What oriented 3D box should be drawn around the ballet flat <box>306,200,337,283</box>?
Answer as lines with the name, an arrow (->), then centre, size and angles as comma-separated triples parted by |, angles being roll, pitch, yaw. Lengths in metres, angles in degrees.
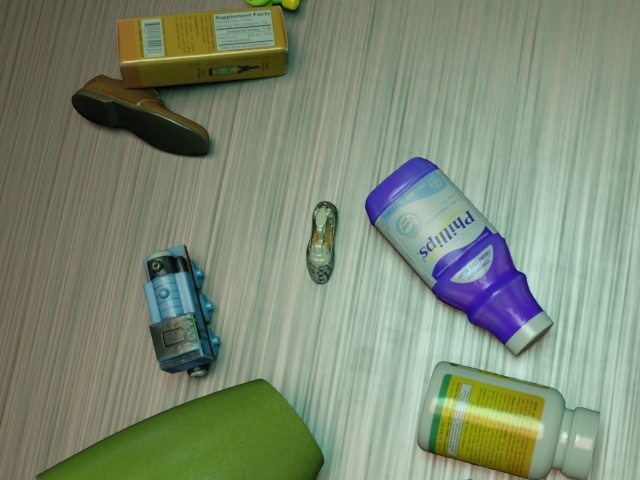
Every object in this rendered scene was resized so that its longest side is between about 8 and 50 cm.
ballet flat -> 0.000, 0.000, 1.522 | 0.041, 0.041, 0.114 | 4, 78, 11

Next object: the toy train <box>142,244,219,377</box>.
toy train -> -0.190, 0.093, 1.501 | 0.080, 0.105, 0.184 | -17, 75, 6

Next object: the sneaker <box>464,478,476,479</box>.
sneaker -> 0.186, 0.403, 1.385 | 0.081, 0.080, 0.211 | 7, 82, -5

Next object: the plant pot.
plant pot -> -0.148, 0.313, 1.385 | 0.293, 0.275, 0.275 | -35, 73, -16

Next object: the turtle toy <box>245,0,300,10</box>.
turtle toy -> -0.068, -0.373, 1.590 | 0.095, 0.066, 0.130 | 22, 58, 14

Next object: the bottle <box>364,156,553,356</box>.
bottle -> 0.183, 0.024, 1.454 | 0.118, 0.092, 0.283 | -40, 74, -1

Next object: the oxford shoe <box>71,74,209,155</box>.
oxford shoe -> -0.245, -0.187, 1.597 | 0.212, 0.076, 0.076 | 24, 55, 10

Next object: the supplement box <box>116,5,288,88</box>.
supplement box -> -0.164, -0.270, 1.568 | 0.233, 0.078, 0.080 | -4, 71, -6

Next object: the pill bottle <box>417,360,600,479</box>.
pill bottle -> 0.233, 0.228, 1.386 | 0.208, 0.117, 0.118 | 13, 80, 13
